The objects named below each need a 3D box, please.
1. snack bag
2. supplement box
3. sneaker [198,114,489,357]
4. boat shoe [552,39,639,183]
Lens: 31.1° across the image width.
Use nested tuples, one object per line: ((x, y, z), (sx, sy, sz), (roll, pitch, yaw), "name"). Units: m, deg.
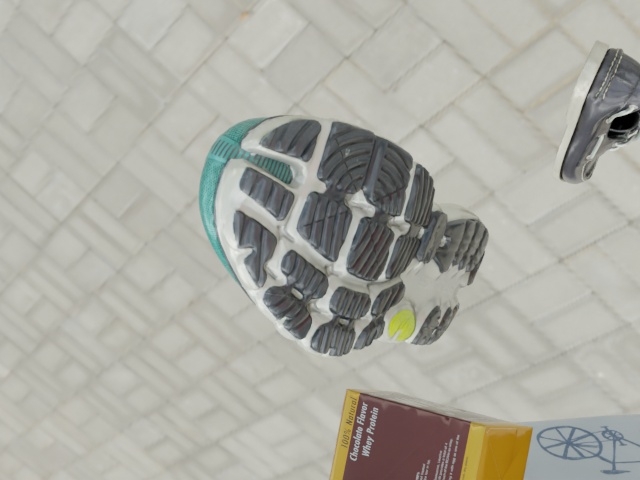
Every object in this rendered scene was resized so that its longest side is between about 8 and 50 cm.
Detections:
((0.418, 0.331, 1.520), (0.323, 0.342, 0.037), (-2, 113, -10), "snack bag")
((0.125, 0.292, 1.381), (0.194, 0.191, 0.129), (10, 178, 36), "supplement box")
((0.000, 0.000, 0.607), (0.110, 0.107, 0.275), (23, 177, 23), "sneaker")
((0.244, -0.095, 0.985), (0.065, 0.075, 0.206), (22, 162, 14), "boat shoe")
